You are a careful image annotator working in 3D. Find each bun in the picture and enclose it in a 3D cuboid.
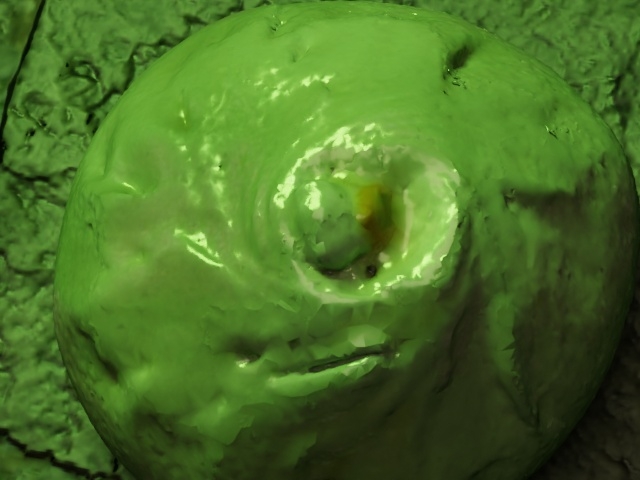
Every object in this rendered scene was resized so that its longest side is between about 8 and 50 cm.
[{"bbox_3d":[0.000,0.000,0.882,0.283,0.179,0.283,-5,67,12],"label":"bun"}]
